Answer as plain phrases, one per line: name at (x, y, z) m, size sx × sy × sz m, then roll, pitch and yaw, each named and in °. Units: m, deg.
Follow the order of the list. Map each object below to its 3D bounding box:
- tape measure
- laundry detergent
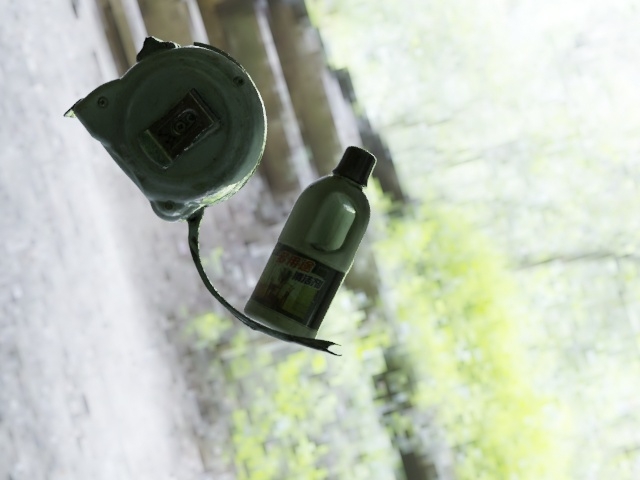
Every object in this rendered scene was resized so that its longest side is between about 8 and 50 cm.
tape measure at (-0.073, -0.037, 1.647) m, size 0.330 × 0.164 × 0.084 m, roll 47°, pitch 13°, yaw 5°
laundry detergent at (0.000, 0.000, 2.043) m, size 0.099 × 0.225 × 0.070 m, roll 23°, pitch -6°, yaw 47°
